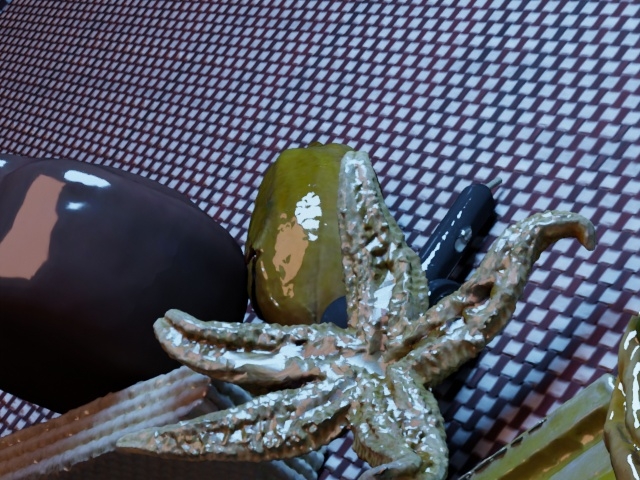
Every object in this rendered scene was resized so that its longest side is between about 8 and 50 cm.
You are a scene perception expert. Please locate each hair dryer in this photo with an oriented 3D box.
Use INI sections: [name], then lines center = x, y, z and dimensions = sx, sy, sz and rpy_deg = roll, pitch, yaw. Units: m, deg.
[hair dryer]
center = 0.098, 0.022, 1.474
dimensions = 0.124, 0.071, 0.219
rpy_deg = -13, 33, 48

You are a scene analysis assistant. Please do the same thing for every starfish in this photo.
[starfish]
center = 0.029, 0.082, 1.320
dimensions = 0.375, 0.094, 0.327
rpy_deg = -34, 38, 0

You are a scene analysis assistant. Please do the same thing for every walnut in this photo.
[walnut]
center = 0.000, 0.000, 1.578
dimensions = 0.137, 0.137, 0.245
rpy_deg = -31, 33, 31

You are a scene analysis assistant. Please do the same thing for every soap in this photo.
[soap]
center = 0.124, 0.200, 1.147
dimensions = 0.233, 0.076, 0.135
rpy_deg = -38, 27, 21

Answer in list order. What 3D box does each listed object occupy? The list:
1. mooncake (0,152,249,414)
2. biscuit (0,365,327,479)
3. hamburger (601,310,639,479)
[mooncake]
center = -0.218, 0.042, 1.625
dimensions = 0.334, 0.326, 0.174
rpy_deg = 12, 70, 27
[biscuit]
center = -0.188, 0.209, 1.552
dimensions = 0.426, 0.144, 0.078
rpy_deg = -22, 36, 39
[hamburger]
center = 0.232, 0.069, 0.862
dimensions = 0.330, 0.209, 0.162
rpy_deg = -17, -27, -53
